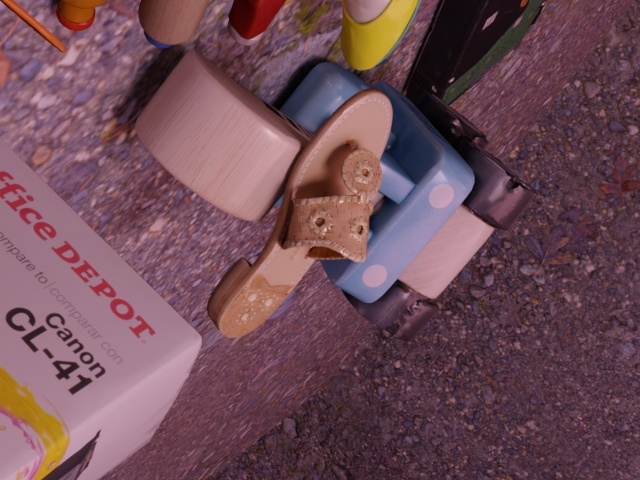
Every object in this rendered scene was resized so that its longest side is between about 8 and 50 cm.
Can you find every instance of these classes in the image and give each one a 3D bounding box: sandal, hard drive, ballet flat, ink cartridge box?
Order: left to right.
[{"bbox_3d":[-0.256,0.084,0.553,0.306,0.226,0.131,-35,164,-47],"label":"ink cartridge box"},{"bbox_3d":[0.004,0.001,0.779,0.088,0.079,0.240,13,119,-52],"label":"sandal"},{"bbox_3d":[0.064,-0.250,0.827,0.077,0.077,0.231,3,129,-47],"label":"ballet flat"},{"bbox_3d":[0.242,-0.331,1.305,0.237,0.064,0.339,-41,165,-26],"label":"hard drive"}]

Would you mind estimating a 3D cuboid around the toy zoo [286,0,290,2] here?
[{"bbox_3d":[0.035,-0.292,0.808,0.293,0.030,0.192,-35,163,-45],"label":"toy zoo"}]

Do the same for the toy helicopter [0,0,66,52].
[{"bbox_3d":[-0.221,-0.089,0.352,0.235,0.140,0.355,-44,165,-22],"label":"toy helicopter"}]

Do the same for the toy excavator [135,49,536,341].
[{"bbox_3d":[0.001,-0.076,0.999,0.222,0.445,0.433,-51,-152,15],"label":"toy excavator"}]

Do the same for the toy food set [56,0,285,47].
[{"bbox_3d":[-0.057,-0.196,0.632,0.232,0.111,0.104,-42,179,-28],"label":"toy food set"}]
